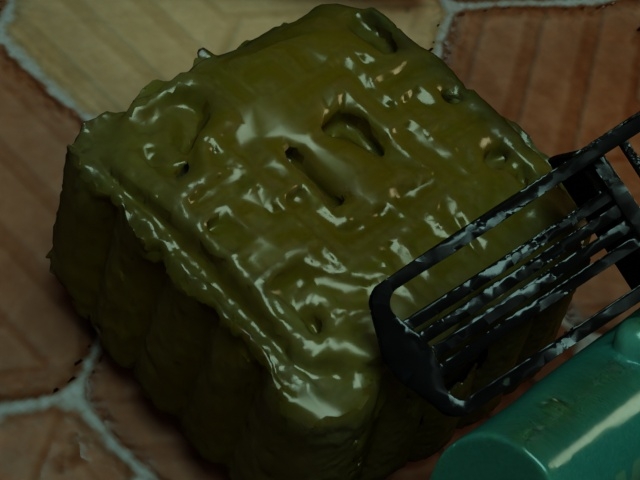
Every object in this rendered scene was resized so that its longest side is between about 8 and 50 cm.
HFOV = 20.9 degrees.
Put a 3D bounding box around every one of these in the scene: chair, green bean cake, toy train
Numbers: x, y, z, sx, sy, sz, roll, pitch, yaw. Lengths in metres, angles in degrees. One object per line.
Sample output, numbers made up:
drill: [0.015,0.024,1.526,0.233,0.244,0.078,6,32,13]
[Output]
chair: [0.121,0.002,0.826,0.212,0.101,0.084,-33,87,0]
green bean cake: [0.000,0.000,0.896,0.224,0.131,0.230,-32,67,-32]
toy train: [0.125,0.102,0.803,0.101,0.159,0.248,31,34,25]
